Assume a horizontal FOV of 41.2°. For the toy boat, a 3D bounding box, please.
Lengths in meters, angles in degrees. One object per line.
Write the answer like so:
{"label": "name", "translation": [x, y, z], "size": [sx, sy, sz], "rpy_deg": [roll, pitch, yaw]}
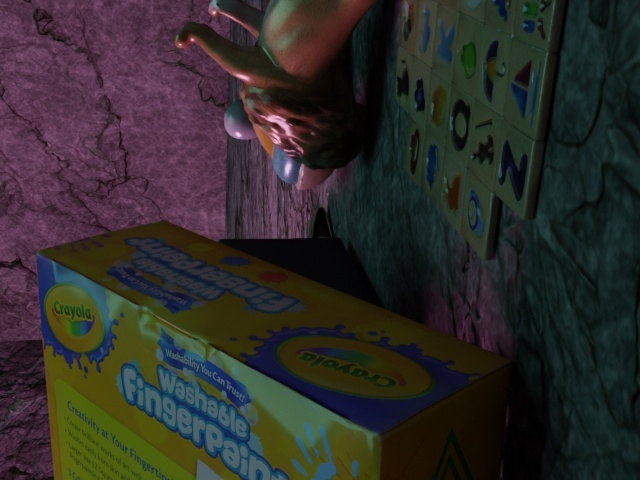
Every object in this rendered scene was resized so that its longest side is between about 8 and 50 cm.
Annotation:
{"label": "toy boat", "translation": [-0.057, -0.199, 1.243], "size": [0.318, 0.148, 0.267], "rpy_deg": [161, 107, -79]}

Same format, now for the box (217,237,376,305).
{"label": "box", "translation": [-0.033, 0.185, 1.075], "size": [0.296, 0.183, 0.294], "rpy_deg": [-115, 25, -63]}

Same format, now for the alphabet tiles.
{"label": "alphabet tiles", "translation": [0.114, -0.157, 0.696], "size": [0.342, 0.011, 0.285], "rpy_deg": [-115, 25, -65]}

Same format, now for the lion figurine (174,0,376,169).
{"label": "lion figurine", "translation": [-0.006, -0.250, 0.922], "size": [0.142, 0.240, 0.392], "rpy_deg": [-56, -2, -40]}

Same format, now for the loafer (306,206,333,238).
{"label": "loafer", "translation": [0.000, 0.000, 1.262], "size": [0.125, 0.045, 0.039], "rpy_deg": [-99, 19, -48]}

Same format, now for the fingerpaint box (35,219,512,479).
{"label": "fingerpaint box", "translation": [-0.068, 0.218, 0.774], "size": [0.445, 0.163, 0.371], "rpy_deg": [19, 115, 42]}
